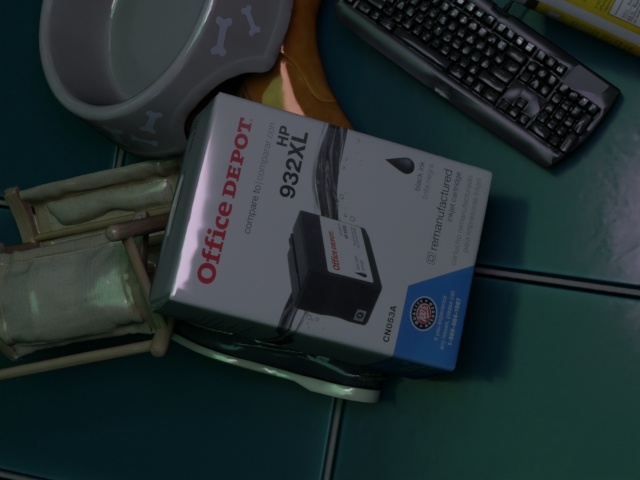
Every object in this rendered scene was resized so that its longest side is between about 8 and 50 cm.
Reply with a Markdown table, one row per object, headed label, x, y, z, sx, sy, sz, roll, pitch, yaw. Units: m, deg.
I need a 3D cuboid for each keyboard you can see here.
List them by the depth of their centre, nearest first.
| label | x | y | z | sx | sy | sz | roll | pitch | yaw |
| --- | --- | --- | --- | --- | --- | --- | --- | --- | --- |
| keyboard | 0.191 | -0.240 | 1.544 | 0.317 | 0.033 | 0.201 | 36 | 85 | 10 |

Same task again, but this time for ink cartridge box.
| label | x | y | z | sx | sy | sz | roll | pitch | yaw |
| --- | --- | --- | --- | --- | --- | --- | --- | --- | --- |
| ink cartridge box | 0.000 | 0.000 | 1.468 | 0.307 | 0.129 | 0.223 | 15 | 78 | -13 |

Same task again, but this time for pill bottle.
| label | x | y | z | sx | sy | sz | roll | pitch | yaw |
| --- | --- | --- | --- | --- | --- | --- | --- | --- | --- |
| pill bottle | 0.316 | -0.263 | 1.462 | 0.208 | 0.119 | 0.119 | 25 | 92 | 1 |

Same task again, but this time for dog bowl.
| label | x | y | z | sx | sy | sz | roll | pitch | yaw |
| --- | --- | --- | --- | --- | --- | --- | --- | --- | --- |
| dog bowl | -0.190 | -0.272 | 1.617 | 0.349 | 0.102 | 0.349 | -14 | 68 | 38 |

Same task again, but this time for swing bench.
| label | x | y | z | sx | sy | sz | roll | pitch | yaw |
| --- | --- | --- | --- | --- | --- | --- | --- | --- | --- |
| swing bench | -0.273 | 0.028 | 1.614 | 0.253 | 0.254 | 0.165 | -11 | 110 | 19 |

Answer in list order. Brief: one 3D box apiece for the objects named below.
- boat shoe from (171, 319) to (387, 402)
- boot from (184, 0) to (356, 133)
| label | x | y | z | sx | sy | sz | roll | pitch | yaw |
| --- | --- | --- | --- | --- | --- | --- | --- | --- | --- |
| boat shoe | -0.046 | 0.117 | 1.580 | 0.254 | 0.095 | 0.079 | 14 | 89 | 20 |
| boot | -0.013 | -0.176 | 1.614 | 0.211 | 0.104 | 0.295 | 43 | 101 | 13 |
